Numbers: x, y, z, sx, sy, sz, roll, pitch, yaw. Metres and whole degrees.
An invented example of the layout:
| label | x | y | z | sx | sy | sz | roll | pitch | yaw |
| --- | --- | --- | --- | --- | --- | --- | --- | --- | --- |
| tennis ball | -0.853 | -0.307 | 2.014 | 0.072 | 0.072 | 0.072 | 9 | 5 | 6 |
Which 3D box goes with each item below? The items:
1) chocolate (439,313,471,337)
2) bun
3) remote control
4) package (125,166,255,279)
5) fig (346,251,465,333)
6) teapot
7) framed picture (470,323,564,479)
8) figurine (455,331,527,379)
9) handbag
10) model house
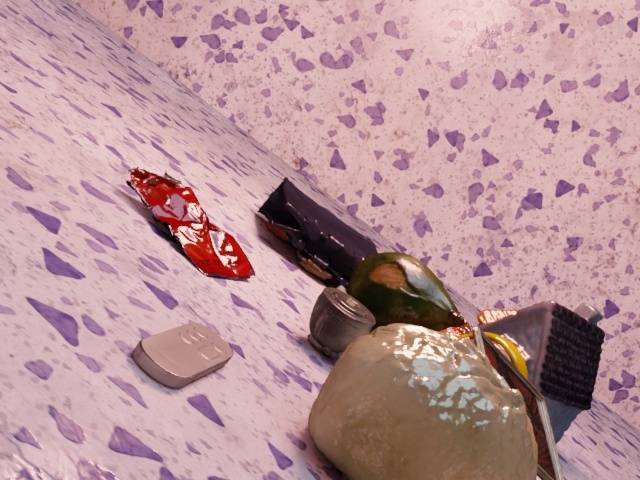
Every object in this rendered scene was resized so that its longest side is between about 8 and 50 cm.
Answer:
| label | x | y | z | sx | sy | sz | roll | pitch | yaw |
| --- | --- | --- | --- | --- | --- | --- | --- | --- | --- |
| chocolate | 0.307 | 0.231 | 2.391 | 0.127 | 0.124 | 0.133 | 38 | 21 | -57 |
| bun | 0.153 | 0.246 | 1.346 | 0.352 | 0.227 | 0.349 | 32 | 11 | -32 |
| remote control | -0.171 | 0.145 | 1.257 | 0.077 | 0.022 | 0.245 | 37 | 8 | 9 |
| package | -0.237 | -0.035 | 1.785 | 0.269 | 0.071 | 0.194 | 45 | 25 | 21 |
| fig | 0.159 | 0.126 | 1.846 | 0.245 | 0.195 | 0.195 | 18 | 2 | 19 |
| teapot | 0.019 | 0.143 | 1.749 | 0.111 | 0.108 | 0.149 | 21 | 19 | -42 |
| framed picture | 0.334 | 0.286 | 1.628 | 0.273 | 0.016 | 0.216 | 45 | 29 | -38 |
| figurine | 0.237 | 0.250 | 1.755 | 0.343 | 0.215 | 0.187 | 15 | 61 | -57 |
| handbag | 0.000 | 0.000 | 2.354 | 0.303 | 0.122 | 0.329 | 37 | 8 | -13 |
| model house | 0.465 | 0.251 | 2.207 | 0.360 | 0.339 | 0.297 | 27 | 16 | -49 |
